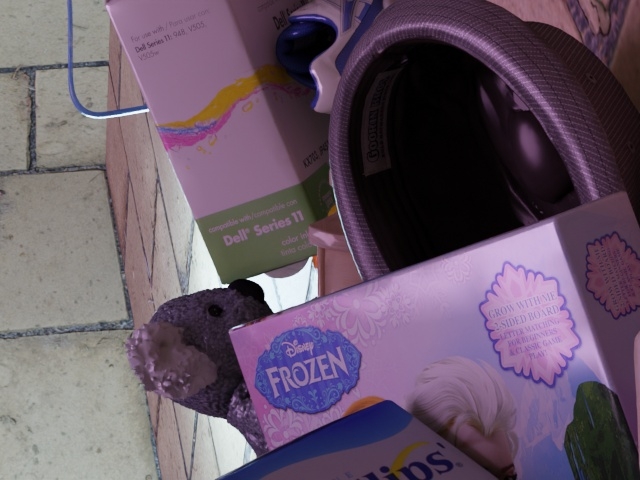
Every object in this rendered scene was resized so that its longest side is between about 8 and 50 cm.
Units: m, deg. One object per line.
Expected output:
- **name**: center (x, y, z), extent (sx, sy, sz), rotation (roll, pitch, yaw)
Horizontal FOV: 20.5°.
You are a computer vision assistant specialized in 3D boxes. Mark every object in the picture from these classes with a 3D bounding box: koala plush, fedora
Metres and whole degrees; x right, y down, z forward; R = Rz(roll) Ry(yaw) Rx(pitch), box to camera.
- **koala plush**: center (-0.062, 0.117, 1.588), extent (0.196, 0.221, 0.203), rotation (-69, -1, -78)
- **fedora**: center (0.127, -0.029, 1.108), extent (0.275, 0.124, 0.244), rotation (59, 141, 13)

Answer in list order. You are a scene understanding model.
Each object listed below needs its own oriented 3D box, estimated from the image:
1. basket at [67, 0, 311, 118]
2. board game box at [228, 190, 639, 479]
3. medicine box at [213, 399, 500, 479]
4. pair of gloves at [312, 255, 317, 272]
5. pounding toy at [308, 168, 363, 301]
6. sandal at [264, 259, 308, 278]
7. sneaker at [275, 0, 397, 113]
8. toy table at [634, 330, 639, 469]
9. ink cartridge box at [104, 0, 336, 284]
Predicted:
- **basket**: center (-0.126, -0.261, 1.851), extent (0.201, 0.289, 0.255), rotation (-176, 82, -77)
- **board game box**: center (0.104, 0.164, 1.060), extent (0.318, 0.066, 0.318), rotation (-22, 86, 51)
- **medicine box**: center (0.064, 0.284, 0.983), extent (0.289, 0.149, 0.263), rotation (34, 129, 35)
- **pair of gloves**: center (0.000, 0.000, 2.024), extent (0.083, 0.010, 0.074), rotation (123, 140, -69)
- **pounding toy**: center (0.058, 0.042, 1.455), extent (0.269, 0.154, 0.155), rotation (-128, 35, -68)
- **sandal**: center (-0.067, -0.088, 2.082), extent (0.076, 0.102, 0.265), rotation (-137, 42, -68)
- **sneaker**: center (0.018, -0.200, 1.602), extent (0.296, 0.131, 0.112), rotation (-116, 23, -62)
- **toy table**: center (0.219, 0.156, 0.779), extent (0.274, 0.161, 0.252), rotation (155, 110, -75)
- **ink cartridge box**: center (-0.077, -0.163, 1.653), extent (0.353, 0.119, 0.207), rotation (68, -159, -11)
